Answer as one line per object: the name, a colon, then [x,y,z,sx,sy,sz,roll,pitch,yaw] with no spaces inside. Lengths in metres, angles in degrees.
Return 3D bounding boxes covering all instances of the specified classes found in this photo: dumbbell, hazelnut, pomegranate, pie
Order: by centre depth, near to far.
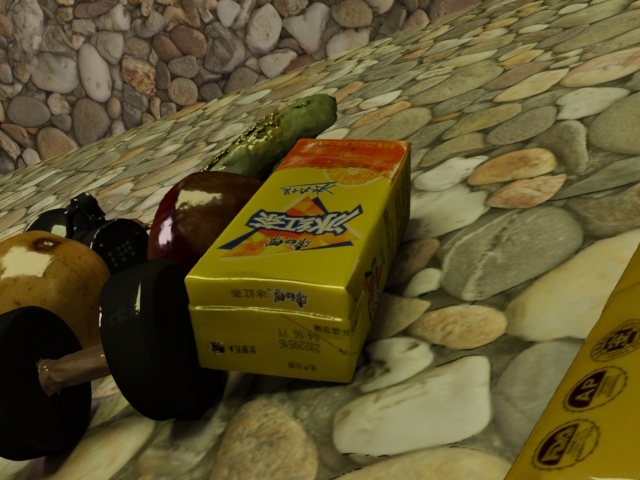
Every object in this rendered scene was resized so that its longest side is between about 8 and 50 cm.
dumbbell: [-0.222,0.119,0.732,0.218,0.152,0.152,-19,21,14]
pomegranate: [-0.347,0.087,0.923,0.196,0.196,0.196,-21,20,8]
hazelnut: [-0.124,-0.008,0.973,0.202,0.160,0.170,8,14,-37]
pie: [-0.099,-0.130,1.218,0.296,0.078,0.371,-36,3,43]

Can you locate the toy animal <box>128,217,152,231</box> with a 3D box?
toy animal: [-0.381,-0.001,1.342,0.241,0.056,0.099,-20,20,12]

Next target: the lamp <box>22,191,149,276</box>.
lamp: [-0.339,0.010,1.109,0.227,0.172,0.147,-4,26,46]

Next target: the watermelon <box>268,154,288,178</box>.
watermelon: [-0.028,-0.076,1.093,0.109,0.109,0.109,-21,20,8]

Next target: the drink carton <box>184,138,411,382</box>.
drink carton: [0.000,0.000,0.798,0.155,0.111,0.351,3,28,15]

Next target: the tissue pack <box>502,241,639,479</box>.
tissue pack: [0.229,0.081,0.356,0.192,0.134,0.271,-3,29,42]
